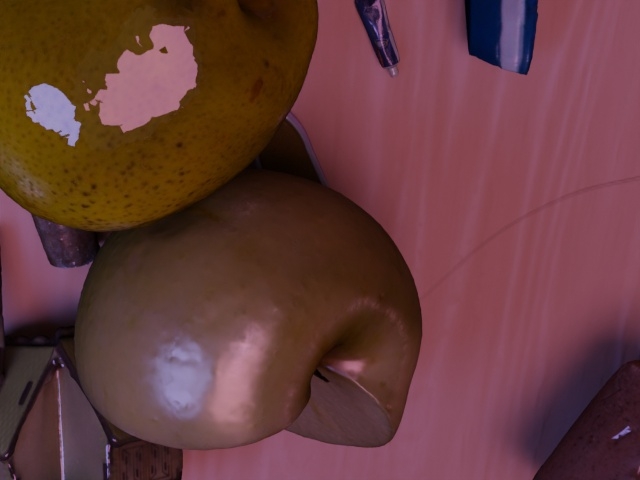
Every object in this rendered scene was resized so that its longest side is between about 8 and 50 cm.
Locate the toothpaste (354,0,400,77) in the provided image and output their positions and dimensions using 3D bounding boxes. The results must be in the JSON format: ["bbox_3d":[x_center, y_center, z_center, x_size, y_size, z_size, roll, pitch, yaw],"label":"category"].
[{"bbox_3d":[0.055,-0.186,1.074,0.027,0.019,0.083,-15,117,15],"label":"toothpaste"}]

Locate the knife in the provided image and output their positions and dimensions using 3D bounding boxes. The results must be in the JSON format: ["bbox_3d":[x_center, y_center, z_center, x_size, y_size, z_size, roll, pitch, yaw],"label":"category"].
[{"bbox_3d":[-0.001,0.000,1.152,0.061,0.027,0.343,-22,119,3],"label":"knife"}]

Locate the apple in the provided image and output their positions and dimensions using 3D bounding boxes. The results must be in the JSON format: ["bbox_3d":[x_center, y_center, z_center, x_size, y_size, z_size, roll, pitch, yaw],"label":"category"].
[{"bbox_3d":[-0.058,0.054,1.027,0.295,0.257,0.233,16,94,-47],"label":"apple"}]

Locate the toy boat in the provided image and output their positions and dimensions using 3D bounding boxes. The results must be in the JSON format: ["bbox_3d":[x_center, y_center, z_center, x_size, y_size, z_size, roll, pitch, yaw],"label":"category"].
[{"bbox_3d":[0.152,-0.277,1.008,0.061,0.096,0.299,-5,121,2],"label":"toy boat"}]

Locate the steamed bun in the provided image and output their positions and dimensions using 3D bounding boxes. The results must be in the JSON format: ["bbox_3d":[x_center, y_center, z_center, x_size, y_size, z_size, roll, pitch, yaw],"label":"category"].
[{"bbox_3d":[0.369,0.255,1.282,0.301,0.199,0.251,31,89,-34],"label":"steamed bun"}]

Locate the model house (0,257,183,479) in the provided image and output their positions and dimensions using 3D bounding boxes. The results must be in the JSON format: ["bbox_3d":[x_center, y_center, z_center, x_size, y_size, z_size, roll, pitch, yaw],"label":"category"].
[{"bbox_3d":[-0.241,0.128,1.119,0.204,0.218,0.279,-6,87,33],"label":"model house"}]

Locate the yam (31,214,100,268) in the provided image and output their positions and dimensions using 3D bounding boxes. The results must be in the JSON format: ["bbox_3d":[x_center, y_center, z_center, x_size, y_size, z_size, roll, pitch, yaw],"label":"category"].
[{"bbox_3d":[-0.235,-0.037,1.063,0.054,0.054,0.132,-14,119,-6],"label":"yam"}]

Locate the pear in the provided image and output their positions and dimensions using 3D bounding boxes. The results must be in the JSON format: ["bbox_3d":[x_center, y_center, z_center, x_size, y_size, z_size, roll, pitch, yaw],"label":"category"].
[{"bbox_3d":[-0.154,-0.148,0.902,0.294,0.294,0.294,-5,118,-10],"label":"pear"}]
